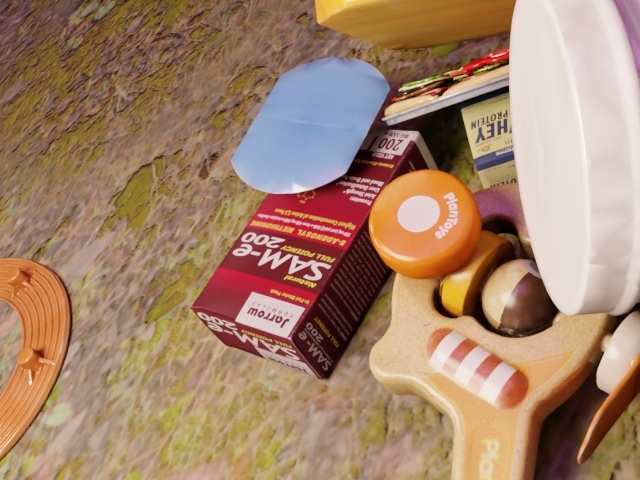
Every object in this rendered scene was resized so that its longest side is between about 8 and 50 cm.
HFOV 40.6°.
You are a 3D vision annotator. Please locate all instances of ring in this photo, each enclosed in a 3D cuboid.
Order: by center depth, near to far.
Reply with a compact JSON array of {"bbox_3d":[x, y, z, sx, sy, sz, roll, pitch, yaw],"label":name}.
[{"bbox_3d":[-0.430,0.150,0.971,0.337,0.032,0.336,-16,47,18],"label":"ring"}]

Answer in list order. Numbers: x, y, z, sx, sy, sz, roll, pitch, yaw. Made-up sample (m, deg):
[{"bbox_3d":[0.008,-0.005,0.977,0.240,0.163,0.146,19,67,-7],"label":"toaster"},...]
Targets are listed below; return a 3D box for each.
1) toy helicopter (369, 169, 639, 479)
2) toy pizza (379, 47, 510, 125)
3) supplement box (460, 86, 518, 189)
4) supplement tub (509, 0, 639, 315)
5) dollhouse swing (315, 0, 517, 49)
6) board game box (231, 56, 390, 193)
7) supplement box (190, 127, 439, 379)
[{"bbox_3d":[0.145,0.118,0.619,0.235,0.140,0.355,1,64,20],"label":"toy helicopter"},{"bbox_3d":[0.149,-0.154,0.814,0.201,0.032,0.201,-19,7,2],"label":"toy pizza"},{"bbox_3d":[0.169,-0.077,0.779,0.056,0.083,0.083,-18,47,15],"label":"supplement box"},{"bbox_3d":[0.298,-0.075,0.517,0.331,0.241,0.241,-7,47,4],"label":"supplement tub"},{"bbox_3d":[0.187,-0.316,0.726,0.305,0.347,0.315,10,100,19],"label":"dollhouse swing"},{"bbox_3d":[-0.004,-0.104,0.840,0.133,0.033,0.168,12,63,33],"label":"board game box"},{"bbox_3d":[0.000,0.000,0.819,0.130,0.073,0.239,12,60,39],"label":"supplement box"}]
